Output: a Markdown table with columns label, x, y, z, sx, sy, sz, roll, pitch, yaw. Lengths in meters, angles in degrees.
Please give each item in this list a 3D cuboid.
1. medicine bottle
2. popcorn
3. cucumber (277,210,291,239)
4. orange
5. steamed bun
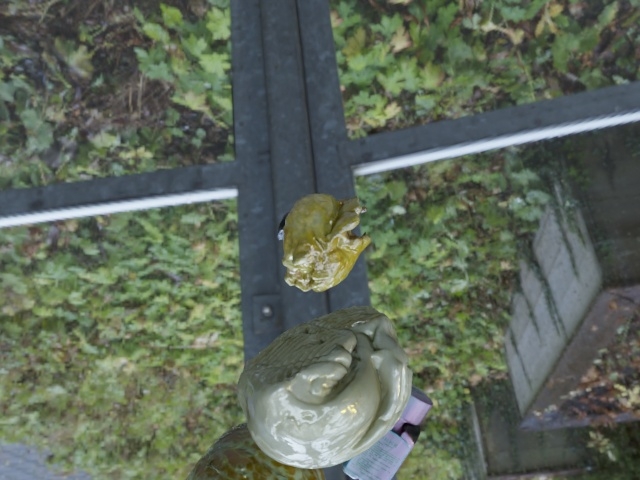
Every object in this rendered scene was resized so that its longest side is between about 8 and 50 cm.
| label | x | y | z | sx | sy | sz | roll | pitch | yaw |
| --- | --- | --- | --- | --- | --- | --- | --- | --- | --- |
| medicine bottle | 0.125 | 0.357 | 1.246 | 0.094 | 0.188 | 0.119 | 33 | -174 | 2 |
| popcorn | 0.001 | -0.003 | 1.551 | 0.253 | 0.190 | 0.191 | -49 | 165 | -6 |
| cucumber | -0.013 | -0.056 | 1.665 | 0.220 | 0.070 | 0.046 | -11 | 171 | 16 |
| orange | -0.132 | 0.493 | 1.217 | 0.249 | 0.329 | 0.329 | 32 | 154 | 17 |
| steamed bun | 0.018 | 0.249 | 1.076 | 0.276 | 0.203 | 0.289 | -22 | -171 | -3 |
